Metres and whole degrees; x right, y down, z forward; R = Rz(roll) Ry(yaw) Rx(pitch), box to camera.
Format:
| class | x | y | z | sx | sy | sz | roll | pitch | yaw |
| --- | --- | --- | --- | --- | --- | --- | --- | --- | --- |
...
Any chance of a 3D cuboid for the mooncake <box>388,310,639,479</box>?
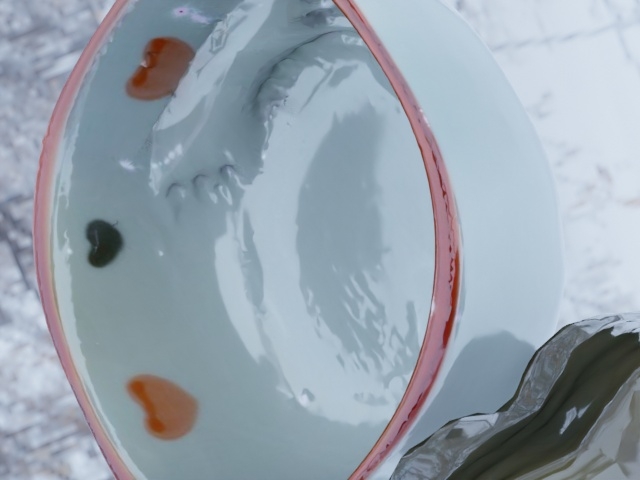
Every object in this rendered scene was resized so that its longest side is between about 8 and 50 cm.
| class | x | y | z | sx | sy | sz | roll | pitch | yaw |
| --- | --- | --- | --- | --- | --- | --- | --- | --- | --- |
| mooncake | 0.110 | 0.114 | 0.374 | 0.124 | 0.228 | 0.228 | 179 | 68 | -85 |

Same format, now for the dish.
| class | x | y | z | sx | sy | sz | roll | pitch | yaw |
| --- | --- | --- | --- | --- | --- | --- | --- | --- | --- |
| dish | 0.000 | 0.000 | 0.746 | 0.117 | 0.256 | 0.256 | -2 | -118 | -42 |
